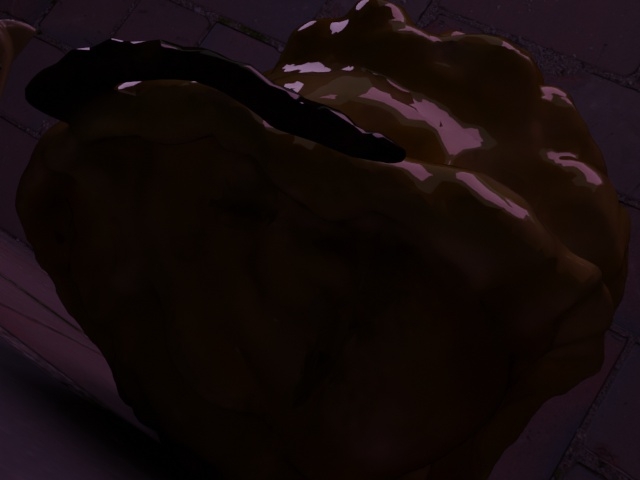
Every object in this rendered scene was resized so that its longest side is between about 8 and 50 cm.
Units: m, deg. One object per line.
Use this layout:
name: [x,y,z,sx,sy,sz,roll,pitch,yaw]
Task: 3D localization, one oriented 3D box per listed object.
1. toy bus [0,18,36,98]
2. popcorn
toy bus: [-0.402,-0.179,0.571,0.365,0.202,0.177,41,-14,-33]
popcorn: [0.000,0.000,0.492,0.349,0.349,0.381,24,-9,43]
